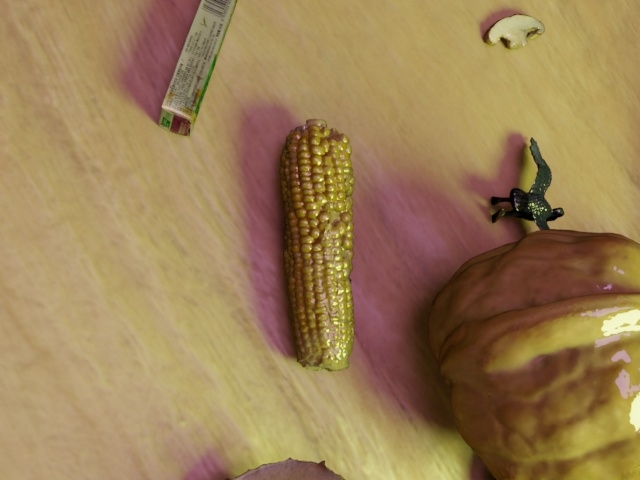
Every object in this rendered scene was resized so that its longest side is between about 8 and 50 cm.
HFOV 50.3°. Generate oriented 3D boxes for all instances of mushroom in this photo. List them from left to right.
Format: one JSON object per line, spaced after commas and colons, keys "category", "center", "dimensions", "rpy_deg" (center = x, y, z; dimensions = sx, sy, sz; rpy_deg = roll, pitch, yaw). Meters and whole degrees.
{"category": "mushroom", "center": [0.276, -0.297, 0.975], "dimensions": [0.101, 0.019, 0.049], "rpy_deg": [-14, 83, -22]}

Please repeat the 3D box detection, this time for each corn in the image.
{"category": "corn", "center": [0.000, 0.000, 0.761], "dimensions": [0.086, 0.086, 0.289], "rpy_deg": [1, 79, -22]}

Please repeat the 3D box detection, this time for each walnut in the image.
{"category": "walnut", "center": [0.270, 0.132, 0.732], "dimensions": [0.285, 0.285, 0.297], "rpy_deg": [3, 60, -21]}

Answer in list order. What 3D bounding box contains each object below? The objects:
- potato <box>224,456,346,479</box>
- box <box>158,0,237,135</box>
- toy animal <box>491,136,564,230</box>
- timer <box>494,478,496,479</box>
{"category": "potato", "center": [-0.057, 0.352, 0.616], "dimensions": [0.299, 0.239, 0.116], "rpy_deg": [-53, 142, -28]}
{"category": "box", "center": [-0.134, -0.220, 0.776], "dimensions": [0.041, 0.050, 0.207], "rpy_deg": [19, 72, -13]}
{"category": "toy animal", "center": [0.279, -0.041, 0.894], "dimensions": [0.107, 0.062, 0.220], "rpy_deg": [8, 69, -20]}
{"category": "timer", "center": [0.283, 0.344, 0.815], "dimensions": [0.187, 0.055, 0.144], "rpy_deg": [12, 74, -23]}
